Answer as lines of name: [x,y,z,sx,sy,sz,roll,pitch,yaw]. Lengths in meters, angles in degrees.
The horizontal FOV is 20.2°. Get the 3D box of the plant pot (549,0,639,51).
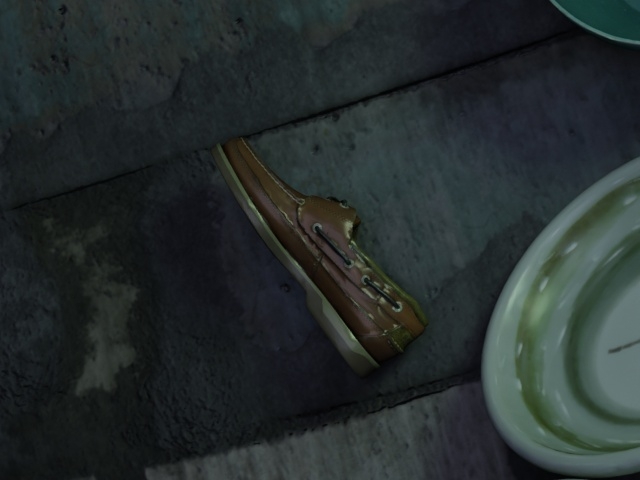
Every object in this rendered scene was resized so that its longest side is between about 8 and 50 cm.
plant pot: [0.360,-0.320,1.865,0.290,0.195,0.290,-2,81,14]

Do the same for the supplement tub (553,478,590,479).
supplement tub: [0.253,0.349,1.721,0.235,0.325,0.235,-2,80,14]

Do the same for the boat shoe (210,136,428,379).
boat shoe: [0.000,0.000,1.964,0.104,0.111,0.307,-36,84,3]

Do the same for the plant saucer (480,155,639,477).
plant saucer: [0.346,0.080,1.789,0.400,0.100,0.400,-31,35,25]
